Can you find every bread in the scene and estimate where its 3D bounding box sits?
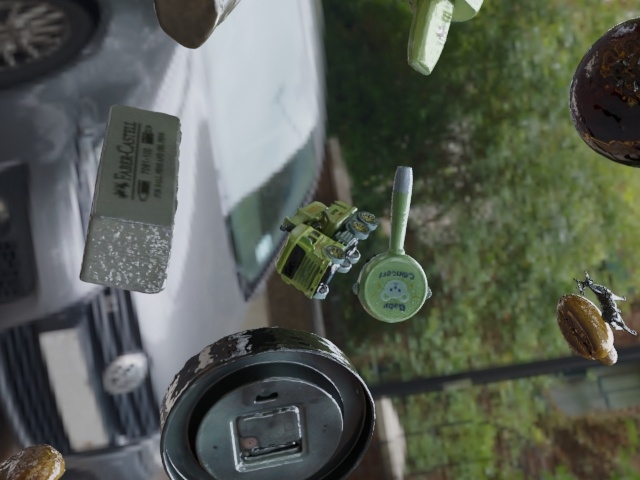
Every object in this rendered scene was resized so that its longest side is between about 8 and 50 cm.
[{"bbox_3d":[-0.384,0.310,1.502,0.064,0.193,0.193,51,4,-5],"label":"bread"}]

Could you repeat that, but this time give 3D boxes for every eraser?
[{"bbox_3d":[-0.252,-0.065,1.732,0.352,0.111,0.077,-96,-159,-55],"label":"eraser"}]

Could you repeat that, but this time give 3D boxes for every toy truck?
[{"bbox_3d":[0.000,0.000,1.659,0.169,0.100,0.077,-44,164,-56],"label":"toy truck"}]

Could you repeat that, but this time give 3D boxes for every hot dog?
[{"bbox_3d":[0.439,0.147,2.077,0.140,0.060,0.090,58,-28,4],"label":"hot dog"}]

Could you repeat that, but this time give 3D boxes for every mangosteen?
[{"bbox_3d":[0.507,-0.211,1.933,0.261,0.235,0.236,27,50,-60],"label":"mangosteen"}]

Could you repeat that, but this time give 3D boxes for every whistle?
[{"bbox_3d":[0.130,-0.282,1.340,0.105,0.085,0.227,32,69,-47],"label":"whistle"}]

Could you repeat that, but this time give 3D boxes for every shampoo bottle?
[{"bbox_3d":[-0.090,-0.299,1.278,0.125,0.084,0.350,-46,-166,32],"label":"shampoo bottle"}]

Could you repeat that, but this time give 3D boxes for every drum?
[{"bbox_3d":[0.106,0.011,2.087,0.049,0.130,0.253,-144,-136,-79],"label":"drum"}]

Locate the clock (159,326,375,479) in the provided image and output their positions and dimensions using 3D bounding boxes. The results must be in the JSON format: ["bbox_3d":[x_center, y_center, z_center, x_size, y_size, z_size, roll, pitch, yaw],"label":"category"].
[{"bbox_3d":[-0.047,0.154,1.073,0.040,0.184,0.185,-113,-169,-55],"label":"clock"}]

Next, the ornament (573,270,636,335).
[{"bbox_3d":[0.412,0.090,1.850,0.125,0.028,0.073,33,37,-36],"label":"ornament"}]
